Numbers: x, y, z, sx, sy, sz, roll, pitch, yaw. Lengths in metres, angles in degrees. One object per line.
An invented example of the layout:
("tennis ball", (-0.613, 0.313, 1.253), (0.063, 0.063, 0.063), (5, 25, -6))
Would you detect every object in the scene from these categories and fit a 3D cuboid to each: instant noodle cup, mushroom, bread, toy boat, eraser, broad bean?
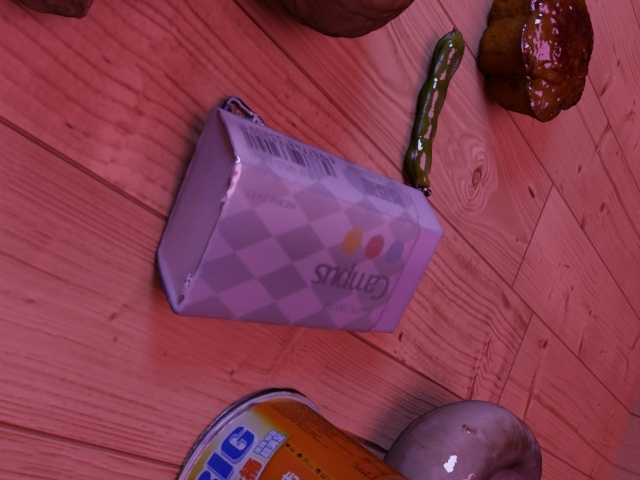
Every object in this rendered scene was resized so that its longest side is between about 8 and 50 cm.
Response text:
("instant noodle cup", (-0.018, 0.359, 0.805), (0.296, 0.214, 0.296), (-14, 111, -43))
("mushroom", (0.253, 0.449, 1.053), (0.362, 0.295, 0.362), (-17, 114, -42))
("bread", (0.375, -0.337, 1.084), (0.247, 0.135, 0.232), (-42, 128, -30))
("toy boat", (-0.082, -0.133, 0.735), (0.083, 0.038, 0.038), (38, 73, -44))
("eraser", (-0.001, 0.000, 0.805), (0.397, 0.082, 0.213), (13, 105, -47))
("broad bean", (0.170, -0.195, 0.972), (0.052, 0.053, 0.256), (-23, 125, -84))

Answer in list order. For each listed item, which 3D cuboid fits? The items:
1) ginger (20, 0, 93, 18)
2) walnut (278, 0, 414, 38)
("ginger", (-0.253, -0.254, 0.495), (0.333, 0.080, 0.166), (-23, 98, -40))
("walnut", (0.036, -0.332, 0.684), (0.228, 0.228, 0.228), (-15, 111, -43))
